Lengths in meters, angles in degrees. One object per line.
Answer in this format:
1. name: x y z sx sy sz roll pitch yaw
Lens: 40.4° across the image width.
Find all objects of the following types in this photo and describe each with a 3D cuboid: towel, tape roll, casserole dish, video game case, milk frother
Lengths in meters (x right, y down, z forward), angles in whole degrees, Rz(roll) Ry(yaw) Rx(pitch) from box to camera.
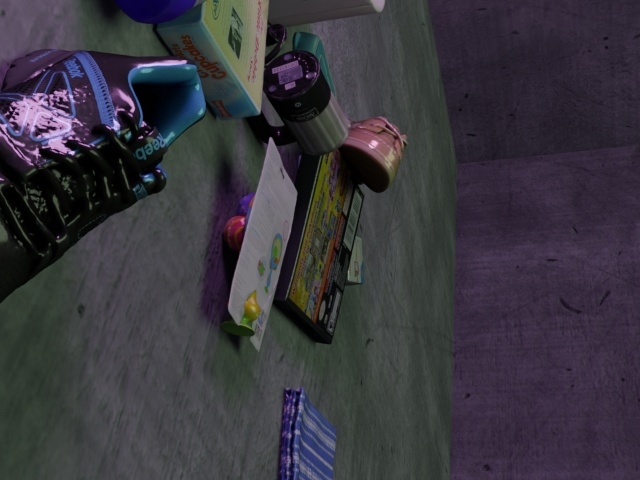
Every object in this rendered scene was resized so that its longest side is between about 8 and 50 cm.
1. towel: -0.012 0.408 1.277 0.243 0.040 0.335 61 28 -58
2. tape roll: -0.006 -0.458 1.325 0.246 0.169 0.246 -4 90 -75
3. casserole dish: -0.006 -0.277 1.522 0.114 0.037 0.188 -77 157 -48
4. video game case: 0.000 0.000 1.367 0.248 0.035 0.274 53 47 -64
5. milk frother: -0.034 -0.214 1.223 0.134 0.129 0.143 56 39 -54

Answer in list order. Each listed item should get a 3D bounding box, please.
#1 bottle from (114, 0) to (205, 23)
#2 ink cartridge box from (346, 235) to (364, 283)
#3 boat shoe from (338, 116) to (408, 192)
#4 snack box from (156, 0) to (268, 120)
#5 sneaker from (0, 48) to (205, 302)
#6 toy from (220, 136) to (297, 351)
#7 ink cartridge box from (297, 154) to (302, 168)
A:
1. bottle: -0.110 -0.317 0.895 0.283 0.092 0.118 -46 115 -47
2. ink cartridge box: 0.039 0.035 1.560 0.122 0.052 0.088 15 71 -73
3. boat shoe: 0.083 -0.162 1.473 0.121 0.110 0.341 45 0 -10
4. snack box: -0.120 -0.333 1.069 0.187 0.060 0.321 56 32 -60
5. sneaker: -0.186 -0.053 0.586 0.340 0.140 0.125 -72 155 -53
6. toy: -0.088 0.005 1.093 0.137 0.056 0.237 66 29 -59
7. ink cartridge box: -0.003 -0.113 1.455 0.083 0.048 0.028 59 30 -61
